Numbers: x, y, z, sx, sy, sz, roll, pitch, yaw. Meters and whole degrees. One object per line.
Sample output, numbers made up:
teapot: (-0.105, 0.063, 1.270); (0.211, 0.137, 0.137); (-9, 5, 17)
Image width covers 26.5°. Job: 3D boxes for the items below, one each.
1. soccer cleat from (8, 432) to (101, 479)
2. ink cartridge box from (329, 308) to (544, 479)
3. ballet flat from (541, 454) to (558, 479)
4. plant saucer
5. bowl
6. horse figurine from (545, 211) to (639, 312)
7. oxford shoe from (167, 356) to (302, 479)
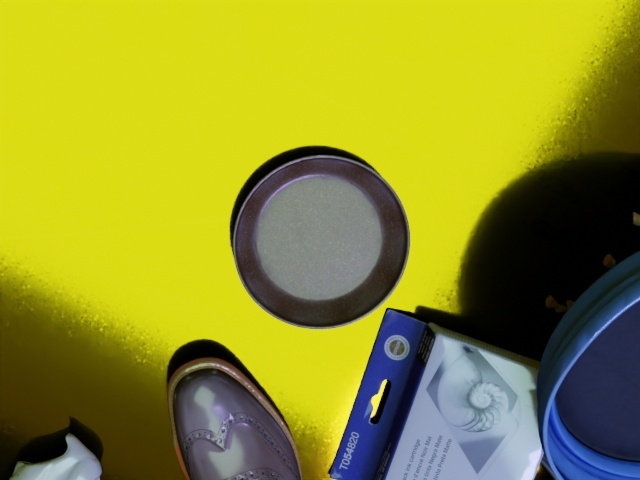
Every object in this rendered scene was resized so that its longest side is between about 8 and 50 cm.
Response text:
soccer cleat: (-0.338, 0.293, 1.530); (0.196, 0.068, 0.076); (-33, 90, 0)
ink cartridge box: (0.144, 0.217, 1.547); (0.224, 0.045, 0.223); (19, 100, 6)
ballet flat: (0.301, 0.318, 1.605); (0.096, 0.095, 0.280); (-23, 94, 9)
plant saucer: (0.000, 0.000, 1.515); (0.198, 0.036, 0.199); (-1, 102, -7)
bowl: (0.414, 0.143, 1.447); (0.391, 0.077, 0.391); (-6, 128, -8)
horse figurine: (0.369, 0.070, 1.529); (0.174, 0.066, 0.263); (22, 134, -15)
oxford shoe: (-0.070, 0.302, 1.526); (0.130, 0.133, 0.364); (-24, 104, -1)
